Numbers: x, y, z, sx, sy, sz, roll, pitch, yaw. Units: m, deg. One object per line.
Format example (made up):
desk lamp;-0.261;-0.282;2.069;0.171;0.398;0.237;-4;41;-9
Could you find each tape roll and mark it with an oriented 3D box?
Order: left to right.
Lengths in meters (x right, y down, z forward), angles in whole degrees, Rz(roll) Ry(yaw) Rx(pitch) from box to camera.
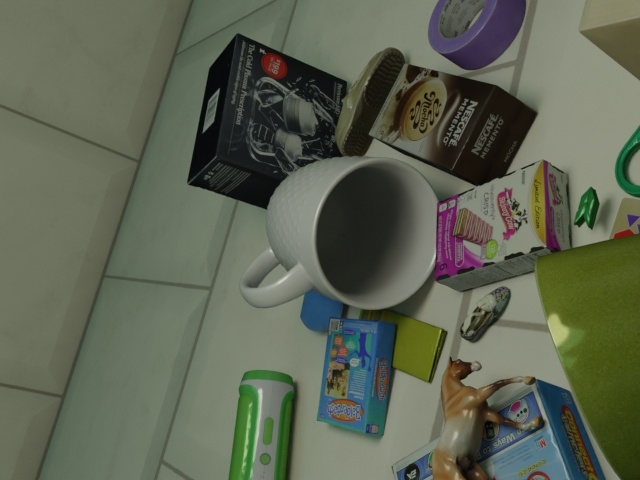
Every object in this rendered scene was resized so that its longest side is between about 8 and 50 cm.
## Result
tape roll;0.310;-0.445;1.418;0.189;0.080;0.189;-32;48;44

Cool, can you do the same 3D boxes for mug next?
mug;0.000;0.000;1.382;0.374;0.276;0.328;-40;22;-17

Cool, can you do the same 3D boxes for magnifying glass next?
magnifying glass;0.499;-0.173;1.041;0.092;0.026;0.231;11;82;57

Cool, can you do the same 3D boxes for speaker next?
speaker;-0.127;0.433;1.501;0.131;0.131;0.296;-25;53;47

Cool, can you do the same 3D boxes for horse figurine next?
horse figurine;0.216;0.286;0.982;0.174;0.066;0.263;-9;62;47

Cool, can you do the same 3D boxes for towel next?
towel;0.144;0.191;1.348;0.237;0.021;0.102;12;88;56

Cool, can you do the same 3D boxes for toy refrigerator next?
toy refrigerator;0.463;-0.257;0.909;0.102;0.269;0.094;5;75;57

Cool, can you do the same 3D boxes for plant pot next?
plant pot;0.430;0.092;0.766;0.293;0.275;0.274;-24;50;24

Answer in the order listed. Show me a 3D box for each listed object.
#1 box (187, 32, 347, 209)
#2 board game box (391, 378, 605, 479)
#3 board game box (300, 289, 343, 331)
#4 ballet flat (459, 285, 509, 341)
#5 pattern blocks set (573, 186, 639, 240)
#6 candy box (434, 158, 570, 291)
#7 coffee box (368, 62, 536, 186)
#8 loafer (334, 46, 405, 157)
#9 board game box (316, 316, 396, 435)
box;-0.121;-0.265;1.710;0.179;0.313;0.343;-29;50;54
board game box;0.259;0.403;0.992;0.308;0.086;0.302;-43;40;34
board game box;0.020;0.121;1.558;0.133;0.033;0.168;-3;72;48
ballet flat;0.271;0.122;1.182;0.114;0.041;0.041;-57;34;16
pattern blocks set;0.471;0.024;0.947;0.325;0.026;0.285;32;102;52
candy box;0.300;-0.019;1.192;0.233;0.071;0.159;-24;53;47
coffee box;0.241;-0.222;1.351;0.168;0.119;0.297;-63;33;7
loafer;0.101;-0.324;1.632;0.092;0.102;0.268;41;107;50
board game box;0.067;0.258;1.371;0.160;0.047;0.210;-3;76;55
